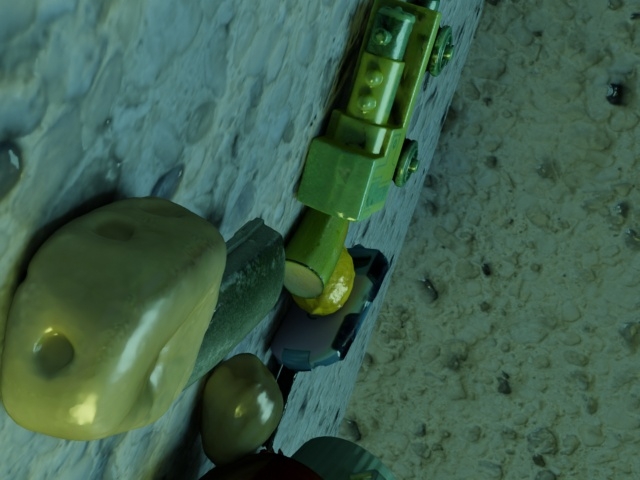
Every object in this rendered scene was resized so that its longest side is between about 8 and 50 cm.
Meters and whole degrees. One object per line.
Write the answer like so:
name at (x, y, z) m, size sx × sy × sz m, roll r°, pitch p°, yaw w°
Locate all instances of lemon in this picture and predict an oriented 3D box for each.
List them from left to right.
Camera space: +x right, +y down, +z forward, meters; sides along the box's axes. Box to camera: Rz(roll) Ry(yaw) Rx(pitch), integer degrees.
lemon at (0.005, 0.061, 1.518) m, size 0.114 × 0.114 × 0.155 m, roll 89°, pitch 14°, yaw -62°

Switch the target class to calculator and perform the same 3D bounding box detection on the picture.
calculator at (0.020, 0.118, 1.588) m, size 0.051 × 0.172 × 0.293 m, roll 53°, pitch 51°, yaw -33°

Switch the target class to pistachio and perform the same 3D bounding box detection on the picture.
pistachio at (-0.122, 0.248, 1.271) m, size 0.185 × 0.124 × 0.124 m, roll -63°, pitch 171°, yaw 16°

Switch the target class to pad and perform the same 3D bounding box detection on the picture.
pad at (-0.071, 0.283, 1.675) m, size 0.174 × 0.022 × 0.233 m, roll -164°, pitch -86°, yaw -82°

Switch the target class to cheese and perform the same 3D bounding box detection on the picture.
cheese at (-0.167, 0.074, 0.729) m, size 0.235 × 0.117 × 0.218 m, roll -56°, pitch 164°, yaw -38°

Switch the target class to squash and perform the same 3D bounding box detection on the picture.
squash at (0.000, 0.000, 1.439) m, size 0.095 × 0.095 × 0.188 m, roll 97°, pitch 18°, yaw -51°

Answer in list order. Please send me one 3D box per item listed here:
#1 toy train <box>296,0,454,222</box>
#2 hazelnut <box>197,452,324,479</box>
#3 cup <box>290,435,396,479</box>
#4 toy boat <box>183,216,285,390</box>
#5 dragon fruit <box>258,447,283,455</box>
toy train at (0.096, -0.224, 1.386) m, size 0.237 × 0.150 × 0.369 m, roll -26°, pitch 134°, yaw -65°
hazelnut at (-0.109, 0.500, 1.233) m, size 0.359 × 0.359 × 0.409 m, roll -71°, pitch 164°, yaw 9°
cup at (-0.001, 0.593, 1.618) m, size 0.392 × 0.400 × 0.310 m, roll -44°, pitch 120°, yaw -45°
toy boat at (-0.144, 0.091, 0.951) m, size 0.319 × 0.092 × 0.141 m, roll -43°, pitch 154°, yaw -50°
dragon fruit at (-0.124, 0.478, 1.789) m, size 0.112 × 0.068 × 0.126 m, roll -56°, pitch 153°, yaw -27°
